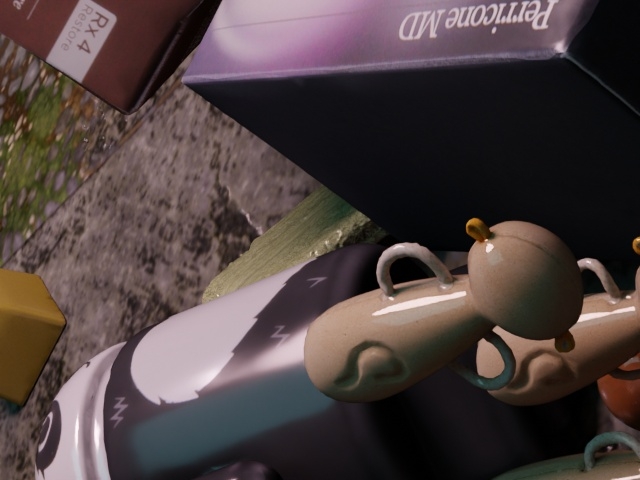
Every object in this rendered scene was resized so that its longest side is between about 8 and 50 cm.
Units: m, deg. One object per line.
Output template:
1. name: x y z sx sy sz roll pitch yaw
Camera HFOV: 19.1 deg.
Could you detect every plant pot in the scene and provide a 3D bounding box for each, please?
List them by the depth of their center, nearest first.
1. plant pot: -0.260 0.067 1.476 0.081 0.083 0.081 -61 35 14

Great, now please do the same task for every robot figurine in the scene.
1. robot figurine: -0.016 0.102 0.983 0.278 0.209 0.173 -23 57 25

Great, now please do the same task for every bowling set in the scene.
1. bowling set: 0.148 0.069 0.804 0.154 0.287 0.200 -26 19 39

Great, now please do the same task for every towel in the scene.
1. towel: 0.000 0.000 1.119 0.148 0.027 0.110 -40 16 -11

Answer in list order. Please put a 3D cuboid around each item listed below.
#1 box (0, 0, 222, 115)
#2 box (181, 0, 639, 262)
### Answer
1. box: -0.082 -0.230 1.162 0.191 0.143 0.381 -57 5 20
2. box: 0.128 -0.156 0.884 0.296 0.183 0.294 3 64 56
